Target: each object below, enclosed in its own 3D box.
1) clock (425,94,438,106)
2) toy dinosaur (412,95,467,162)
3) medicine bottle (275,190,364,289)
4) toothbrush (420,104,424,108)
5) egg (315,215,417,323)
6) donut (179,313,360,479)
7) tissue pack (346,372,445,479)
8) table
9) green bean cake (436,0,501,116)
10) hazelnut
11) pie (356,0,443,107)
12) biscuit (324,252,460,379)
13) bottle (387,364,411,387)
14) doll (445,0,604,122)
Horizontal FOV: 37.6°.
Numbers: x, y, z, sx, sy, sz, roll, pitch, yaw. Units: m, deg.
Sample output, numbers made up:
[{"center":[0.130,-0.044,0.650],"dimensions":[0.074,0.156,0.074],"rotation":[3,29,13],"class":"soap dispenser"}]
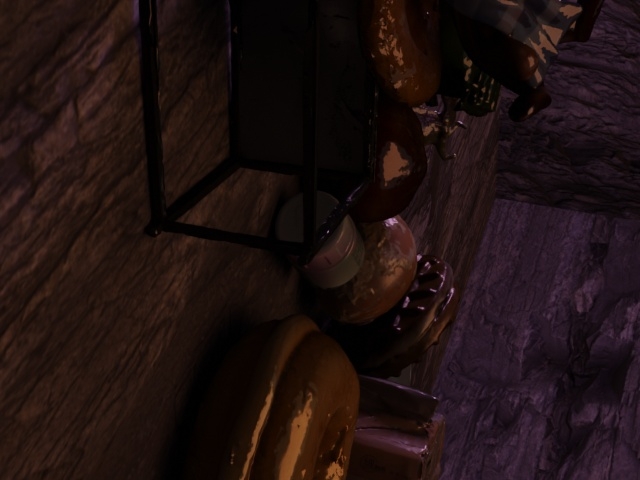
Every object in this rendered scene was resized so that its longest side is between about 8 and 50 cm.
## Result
[{"center":[0.199,-0.439,1.924],"dimensions":[0.273,0.049,0.279],"rotation":[51,26,-75],"class":"clock"},{"center":[0.197,-0.206,1.914],"dimensions":[0.294,0.077,0.162],"rotation":[-42,123,-1],"class":"toy dinosaur"},{"center":[0.000,0.000,1.628],"dimensions":[0.168,0.135,0.135],"rotation":[55,48,-67],"class":"medicine bottle"},{"center":[0.167,-0.392,1.913],"dimensions":[0.037,0.028,0.375],"rotation":[-55,131,-66],"class":"toothbrush"},{"center":[0.085,0.048,1.810],"dimensions":[0.245,0.203,0.203],"rotation":[-63,157,-26],"class":"egg"},{"center":[-0.072,0.335,1.489],"dimensions":[0.449,0.198,0.449],"rotation":[10,90,-74],"class":"donut"},{"center":[0.075,0.355,1.782],"dimensions":[0.238,0.305,0.239],"rotation":[11,90,-73],"class":"tissue pack"},{"center":[-0.066,-0.187,1.162],"dimensions":[0.272,0.222,0.335],"rotation":[-50,146,-56],"class":"table"},{"center":[0.146,-0.343,1.594],"dimensions":[0.335,0.319,0.218],"rotation":[3,100,-69],"class":"green bean cake"},{"center":[0.092,-0.160,1.706],"dimensions":[0.217,0.217,0.252],"rotation":[55,36,-67],"class":"hazelnut"},{"center":[0.104,-0.291,1.157],"dimensions":[0.273,0.069,0.274],"rotation":[-2,90,-72],"class":"pie"},{"center":[0.142,0.160,1.916],"dimensions":[0.103,0.332,0.332],"rotation":[48,41,-16],"class":"biscuit"},{"center":[0.134,0.312,2.197],"dimensions":[0.168,0.168,0.347],"rotation":[69,31,-59],"class":"bottle"},{"center":[0.236,-0.340,1.118],"dimensions":[0.340,0.209,0.318],"rotation":[59,30,-53],"class":"doll"}]
